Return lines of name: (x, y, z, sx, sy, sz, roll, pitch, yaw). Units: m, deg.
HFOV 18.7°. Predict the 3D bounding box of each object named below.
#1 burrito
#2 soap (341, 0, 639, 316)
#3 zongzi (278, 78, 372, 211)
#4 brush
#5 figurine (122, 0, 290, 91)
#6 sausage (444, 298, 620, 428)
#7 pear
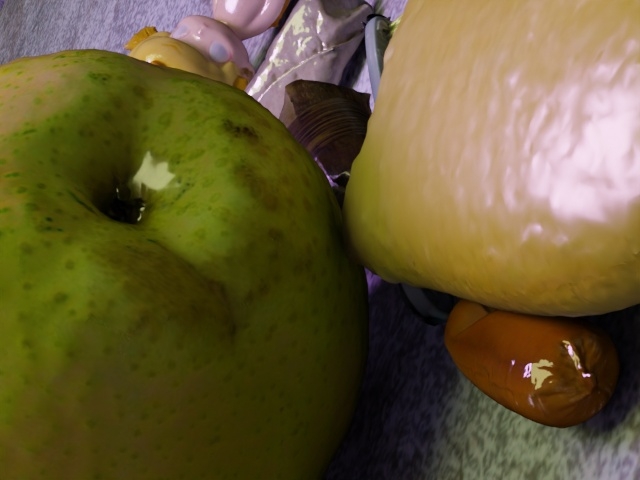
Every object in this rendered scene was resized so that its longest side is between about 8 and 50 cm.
burrito: (-0.036, -0.086, 1.588, 0.275, 0.082, 0.059, -61, -11, 13)
soap: (0.149, -0.105, 0.992, 0.306, 0.115, 0.427, -64, 17, -9)
zongzi: (0.000, 0.000, 1.363, 0.187, 0.084, 0.184, -120, 48, -62)
brush: (0.075, -0.065, 1.268, 0.060, 0.068, 0.297, -33, 37, 25)
figurine: (-0.103, -0.175, 1.816, 0.156, 0.131, 0.246, 33, 84, 32)
sausage: (0.108, 0.060, 1.016, 0.183, 0.062, 0.054, -157, 52, -72)
pear: (-0.145, 0.056, 1.216, 0.391, 0.391, 0.391, -55, 22, 35)
